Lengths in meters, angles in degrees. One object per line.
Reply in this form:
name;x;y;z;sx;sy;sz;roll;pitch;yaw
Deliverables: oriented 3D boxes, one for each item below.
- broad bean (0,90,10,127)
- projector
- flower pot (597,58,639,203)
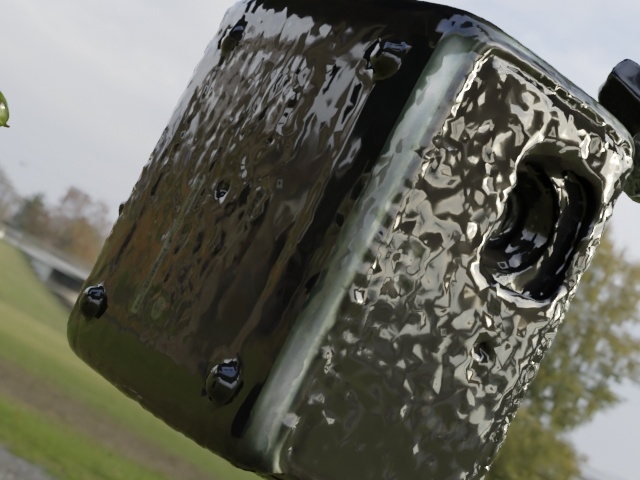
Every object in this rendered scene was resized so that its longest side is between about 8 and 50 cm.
broad bean;-0.312;-0.141;0.886;0.254;0.046;0.065;35;-43;-29
projector;0.000;0.000;1.165;0.242;0.395;0.405;28;-4;-33
flower pot;0.413;-0.110;1.308;0.283;0.299;0.299;48;-7;5
